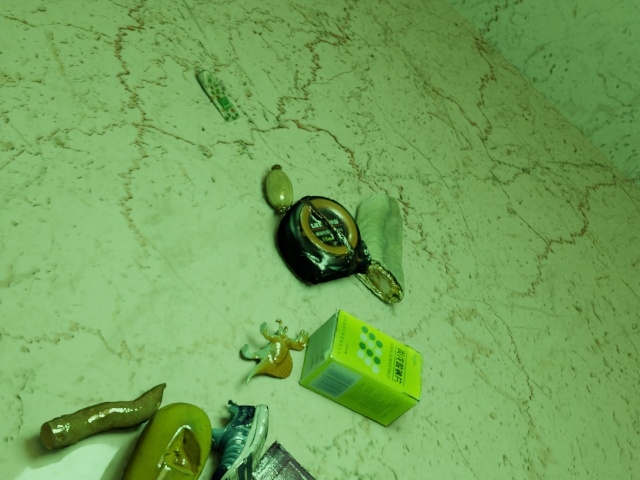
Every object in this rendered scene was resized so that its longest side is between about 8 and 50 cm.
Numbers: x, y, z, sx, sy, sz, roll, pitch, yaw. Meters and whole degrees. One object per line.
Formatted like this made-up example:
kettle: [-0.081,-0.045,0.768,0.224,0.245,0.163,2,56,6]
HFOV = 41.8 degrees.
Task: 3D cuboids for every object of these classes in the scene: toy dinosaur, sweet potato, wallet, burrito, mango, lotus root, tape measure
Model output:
toy dinosaur: [-0.102,0.255,1.814,0.142,0.057,0.212,44,49,-31]
sweet potato: [-0.374,0.318,1.519,0.281,0.067,0.059,-7,99,-48]
wallet: [-0.060,0.488,1.657,0.166,0.030,0.111,45,41,0]
burrito: [0.157,0.015,2.171,0.143,0.105,0.299,29,41,-23]
mango: [-0.275,0.399,1.467,0.130,0.167,0.262,25,46,-1]
lotus root: [-0.103,-0.123,2.101,0.073,0.062,0.150,33,39,-48]
tape measure: [0.000,0.000,2.033,0.202,0.135,0.223,-13,68,-37]

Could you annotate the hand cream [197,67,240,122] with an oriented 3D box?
hand cream: [-0.272,-0.384,2.205,0.165,0.037,0.057,55,42,3]

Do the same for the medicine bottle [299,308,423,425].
medicine bottle: [0.095,0.289,1.870,0.250,0.141,0.137,30,39,-17]

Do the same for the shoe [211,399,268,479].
shoe: [-0.168,0.397,1.611,0.106,0.092,0.207,11,41,8]
